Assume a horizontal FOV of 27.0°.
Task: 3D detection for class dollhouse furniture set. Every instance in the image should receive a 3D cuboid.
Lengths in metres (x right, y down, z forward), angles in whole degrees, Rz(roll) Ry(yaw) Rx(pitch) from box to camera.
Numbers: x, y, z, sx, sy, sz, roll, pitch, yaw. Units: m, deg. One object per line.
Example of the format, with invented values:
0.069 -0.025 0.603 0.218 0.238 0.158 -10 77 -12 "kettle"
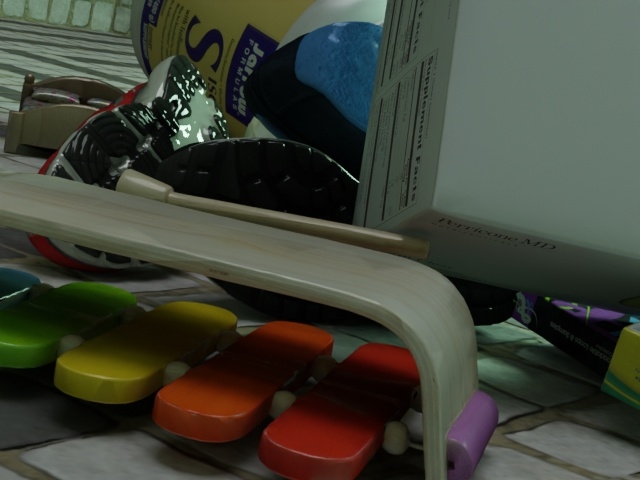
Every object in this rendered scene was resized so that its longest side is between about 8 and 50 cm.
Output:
-0.255 -0.169 1.300 0.356 0.173 0.303 9 10 -12 "dollhouse furniture set"

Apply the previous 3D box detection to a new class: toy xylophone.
-0.059 0.030 0.654 0.323 0.081 0.236 15 11 20 "toy xylophone"

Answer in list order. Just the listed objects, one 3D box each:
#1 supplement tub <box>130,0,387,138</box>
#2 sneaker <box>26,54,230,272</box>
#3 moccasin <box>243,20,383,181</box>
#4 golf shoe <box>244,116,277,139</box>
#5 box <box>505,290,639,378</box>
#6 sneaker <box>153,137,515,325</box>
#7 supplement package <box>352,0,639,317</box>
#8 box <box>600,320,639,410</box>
-0.017 -0.192 1.399 0.241 0.241 0.331 1 28 -47 "supplement tub"
-0.147 -0.038 0.946 0.118 0.107 0.279 -27 13 21 "sneaker"
0.084 -0.069 1.043 0.117 0.137 0.342 -9 -36 44 "moccasin"
0.074 -0.059 1.154 0.306 0.140 0.115 8 9 -27 "golf shoe"
0.214 0.069 0.864 0.116 0.029 0.162 5 19 -32 "box"
0.000 0.000 0.893 0.283 0.107 0.124 15 -1 -33 "sneaker"
0.173 -0.072 0.803 0.262 0.204 0.145 12 -14 -13 "supplement package"
0.251 0.092 0.701 0.179 0.043 0.105 25 20 31 "box"
